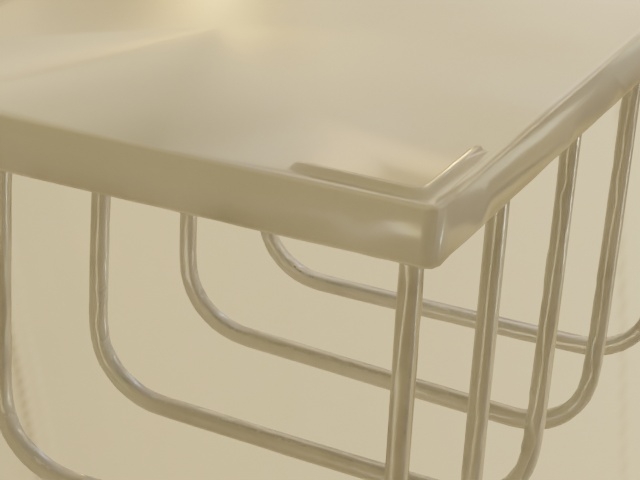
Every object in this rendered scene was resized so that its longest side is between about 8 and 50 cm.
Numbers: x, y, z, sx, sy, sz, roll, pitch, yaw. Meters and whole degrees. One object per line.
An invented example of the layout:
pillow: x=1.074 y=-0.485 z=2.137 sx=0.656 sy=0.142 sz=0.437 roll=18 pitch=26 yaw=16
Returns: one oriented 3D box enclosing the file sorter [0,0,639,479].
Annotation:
file sorter: x=0.000 y=0.000 z=0.664 sx=0.278 sy=0.193 sz=0.173 roll=-39 pitch=-43 yaw=-56
